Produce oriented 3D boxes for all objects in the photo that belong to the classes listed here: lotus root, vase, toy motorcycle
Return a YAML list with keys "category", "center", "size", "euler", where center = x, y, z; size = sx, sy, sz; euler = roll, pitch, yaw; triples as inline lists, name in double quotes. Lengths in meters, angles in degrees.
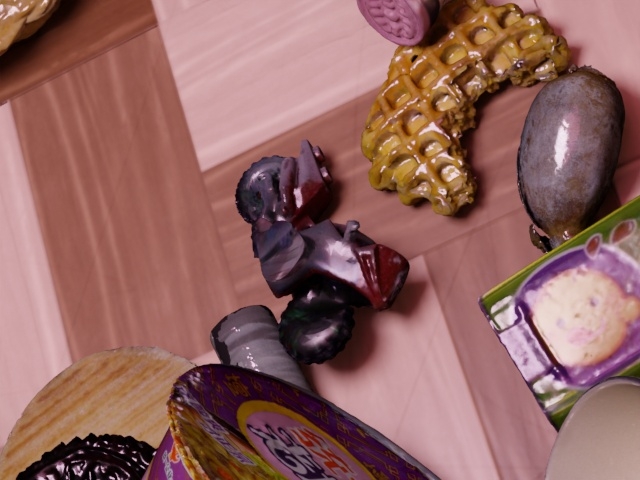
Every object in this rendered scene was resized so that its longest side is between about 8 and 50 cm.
- category: "lotus root"
  center: [0.198, -0.063, 1.527]
  size: [0.088, 0.088, 0.165]
  euler: [9, 84, 27]
- category: "vase"
  center: [-0.024, 0.153, 1.553]
  size: [0.060, 0.060, 0.211]
  euler: [-32, 65, 10]
- category: "toy motorcycle"
  center: [0.000, -0.001, 1.588]
  size: [0.122, 0.082, 0.213]
  euler: [-26, 53, 7]

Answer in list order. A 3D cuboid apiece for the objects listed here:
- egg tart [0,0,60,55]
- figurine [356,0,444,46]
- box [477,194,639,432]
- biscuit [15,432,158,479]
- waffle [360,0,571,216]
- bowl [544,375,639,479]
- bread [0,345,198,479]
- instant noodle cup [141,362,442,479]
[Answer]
- category: "egg tart"
  center: [-0.339, -0.272, 1.849]
  size: [0.279, 0.095, 0.279]
  euler: [-11, 66, 26]
- category: "figurine"
  center: [0.010, -0.357, 1.565]
  size: [0.211, 0.361, 0.253]
  euler: [-46, 43, -3]
- category: "box"
  center: [0.298, 0.007, 1.443]
  size: [0.345, 0.097, 0.134]
  euler: [-34, 68, 9]
- category: "biscuit"
  center: [-0.185, 0.247, 1.545]
  size: [0.194, 0.053, 0.194]
  euler: [-9, 67, 21]
- category: "waffle"
  center: [0.115, -0.116, 1.601]
  size: [0.149, 0.051, 0.194]
  euler: [20, 79, 31]
- category: "bowl"
  center: [0.261, 0.211, 1.331]
  size: [0.126, 0.238, 0.238]
  euler: [0, 62, -23]
- category: "bread"
  center: [-0.162, 0.219, 1.600]
  size: [0.267, 0.040, 0.267]
  euler: [-9, 68, 22]
- category: "instant noodle cup"
  center: [-0.041, 0.290, 1.356]
  size: [0.340, 0.340, 0.266]
  euler: [45, 106, 31]
